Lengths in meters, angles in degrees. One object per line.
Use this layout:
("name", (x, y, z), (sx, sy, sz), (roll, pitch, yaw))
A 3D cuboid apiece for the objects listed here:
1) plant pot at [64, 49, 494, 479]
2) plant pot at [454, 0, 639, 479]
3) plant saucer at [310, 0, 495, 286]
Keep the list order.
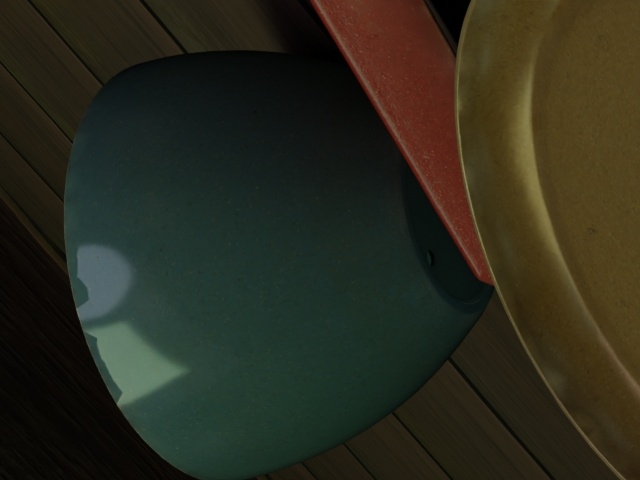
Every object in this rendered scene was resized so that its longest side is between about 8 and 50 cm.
("plant pot", (0.000, 0.000, 1.136), (0.195, 0.290, 0.290), (-13, 129, 30))
("plant pot", (0.126, -0.001, 0.617), (0.236, 0.032, 0.236), (48, 151, 38))
("plant saucer", (0.033, -0.110, 0.890), (0.258, 0.047, 0.259), (57, -173, -30))
